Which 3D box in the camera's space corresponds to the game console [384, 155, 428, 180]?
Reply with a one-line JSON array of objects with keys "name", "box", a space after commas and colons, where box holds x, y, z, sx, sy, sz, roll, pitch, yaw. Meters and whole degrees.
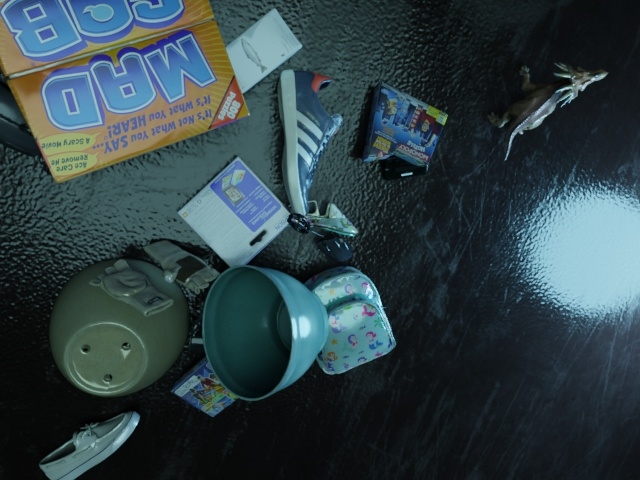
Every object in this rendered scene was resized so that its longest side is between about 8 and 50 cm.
[{"name": "game console", "box": [0.219, -0.226, 1.403, 0.122, 0.071, 0.107, -10, 133, -9]}]

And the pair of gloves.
[{"name": "pair of gloves", "box": [-0.367, 0.084, 1.204, 0.204, 0.240, 0.042, 25, 122, 23]}]

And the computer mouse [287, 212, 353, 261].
[{"name": "computer mouse", "box": [0.000, 0.000, 1.333, 0.242, 0.071, 0.041, 32, 56, -40]}]

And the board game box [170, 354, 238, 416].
[{"name": "board game box", "box": [-0.272, 0.365, 1.352, 0.136, 0.035, 0.201, 38, 123, -17]}]

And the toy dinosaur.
[{"name": "toy dinosaur", "box": [0.556, -0.346, 1.353, 0.127, 0.200, 0.296, 38, 92, -16]}]

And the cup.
[{"name": "cup", "box": [-0.473, 0.228, 1.230, 0.331, 0.237, 0.331, -3, 102, -12]}]

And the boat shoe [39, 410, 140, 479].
[{"name": "boat shoe", "box": [-0.584, 0.507, 1.339, 0.267, 0.096, 0.088, -35, 111, 5]}]

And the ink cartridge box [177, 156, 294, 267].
[{"name": "ink cartridge box", "box": [-0.206, -0.062, 1.312, 0.206, 0.045, 0.208, -42, 99, 2]}]

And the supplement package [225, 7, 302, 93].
[{"name": "supplement package", "box": [-0.149, -0.432, 1.235, 0.179, 0.105, 0.105, -40, 107, -2]}]

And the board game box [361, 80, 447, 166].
[{"name": "board game box", "box": [0.192, -0.267, 1.335, 0.194, 0.060, 0.194, 25, 83, -9]}]

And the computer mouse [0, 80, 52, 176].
[{"name": "computer mouse", "box": [-0.671, -0.271, 1.174, 0.272, 0.072, 0.188, 25, 96, -15]}]

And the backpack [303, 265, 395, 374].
[{"name": "backpack", "box": [0.060, 0.201, 1.371, 0.225, 0.191, 0.253, -20, 99, -7]}]

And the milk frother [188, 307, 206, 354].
[{"name": "milk frother", "box": [-0.257, 0.233, 1.324, 0.134, 0.143, 0.129, 6, 92, -10]}]

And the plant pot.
[{"name": "plant pot", "box": [-0.105, 0.201, 1.228, 0.196, 0.293, 0.293, 2, 103, -49]}]

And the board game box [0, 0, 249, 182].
[{"name": "board game box", "box": [-0.400, -0.345, 1.042, 0.356, 0.356, 0.356, -24, 105, -16]}]

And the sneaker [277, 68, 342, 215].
[{"name": "sneaker", "box": [-0.018, -0.234, 1.279, 0.148, 0.131, 0.350, -3, 96, -10]}]

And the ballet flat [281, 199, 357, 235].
[{"name": "ballet flat", "box": [-0.007, -0.062, 1.358, 0.221, 0.077, 0.079, 8, 96, -9]}]
